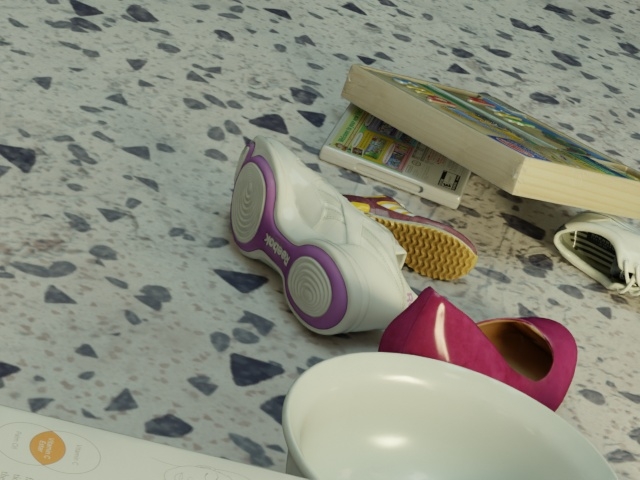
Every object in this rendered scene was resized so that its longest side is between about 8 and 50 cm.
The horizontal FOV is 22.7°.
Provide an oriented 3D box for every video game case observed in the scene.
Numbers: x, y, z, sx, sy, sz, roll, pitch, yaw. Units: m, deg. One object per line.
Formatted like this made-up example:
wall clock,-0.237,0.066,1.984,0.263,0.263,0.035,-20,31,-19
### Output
video game case,0.111,-0.120,2.154,0.193,0.023,0.212,21,26,4

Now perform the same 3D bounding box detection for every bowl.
bowl,0.091,0.227,1.308,0.298,0.134,0.298,16,25,-8

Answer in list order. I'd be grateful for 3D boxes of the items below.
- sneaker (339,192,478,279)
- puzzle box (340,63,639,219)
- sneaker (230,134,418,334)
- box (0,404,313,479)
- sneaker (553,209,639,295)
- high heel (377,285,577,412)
sneaker,0.098,-0.015,1.877,0.185,0.069,0.084,19,30,-3
puzzle box,0.240,-0.133,2.122,0.272,0.052,0.409,8,17,-36
sneaker,0.000,0.000,1.753,0.152,0.114,0.305,6,37,-37
box,-0.123,0.258,1.051,0.345,0.168,0.215,15,26,-8
sneaker,0.402,0.043,1.970,0.258,0.094,0.091,25,33,34
high heel,0.181,0.095,1.579,0.127,0.181,0.377,30,27,22
